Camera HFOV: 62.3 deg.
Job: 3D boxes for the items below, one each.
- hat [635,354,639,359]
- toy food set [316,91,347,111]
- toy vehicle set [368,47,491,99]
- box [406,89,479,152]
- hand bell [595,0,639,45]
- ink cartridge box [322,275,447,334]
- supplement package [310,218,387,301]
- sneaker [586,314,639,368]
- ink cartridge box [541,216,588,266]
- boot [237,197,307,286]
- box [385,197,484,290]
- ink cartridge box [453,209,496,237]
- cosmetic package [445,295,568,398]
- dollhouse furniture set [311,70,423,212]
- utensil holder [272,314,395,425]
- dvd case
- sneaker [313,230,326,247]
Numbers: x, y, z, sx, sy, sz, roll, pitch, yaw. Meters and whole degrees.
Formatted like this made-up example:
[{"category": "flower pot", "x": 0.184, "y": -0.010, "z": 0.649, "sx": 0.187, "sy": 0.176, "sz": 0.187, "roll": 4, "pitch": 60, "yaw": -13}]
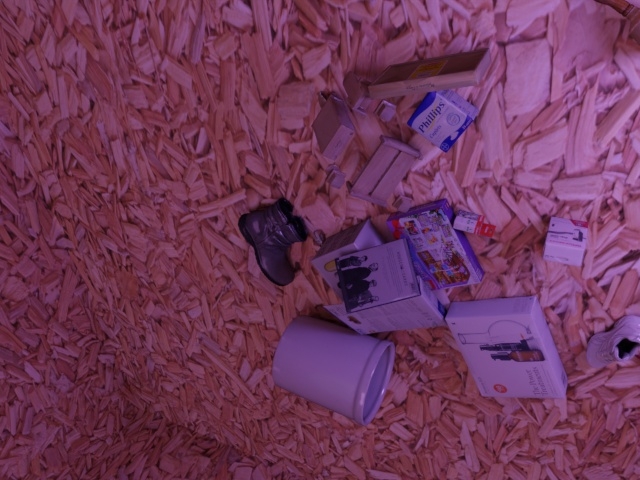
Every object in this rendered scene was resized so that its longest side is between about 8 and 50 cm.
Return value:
[{"category": "hat", "x": 1.095, "y": 0.392, "z": 1.550, "sx": 0.209, "sy": 0.183, "sz": 0.173, "roll": 3, "pitch": 150, "yaw": -25}, {"category": "toy food set", "x": 0.041, "y": -0.386, "z": 1.560, "sx": 0.078, "sy": 0.019, "sz": 0.122, "roll": -3, "pitch": 120, "yaw": 33}, {"category": "toy vehicle set", "x": 0.268, "y": -0.408, "z": 1.301, "sx": 0.267, "sy": 0.166, "sz": 0.035, "roll": 1, "pitch": 124, "yaw": 31}, {"category": "box", "x": 0.321, "y": -0.326, "z": 1.402, "sx": 0.137, "sy": 0.072, "sz": 0.126, "roll": 36, "pitch": 135, "yaw": 1}, {"category": "hand bell", "x": 0.628, "y": -0.480, "z": 1.093, "sx": 0.242, "sy": 0.126, "sz": 0.126, "roll": 43, "pitch": 136, "yaw": 12}, {"category": "ink cartridge box", "x": 0.223, "y": 0.225, "z": 1.772, "sx": 0.330, "sy": 0.071, "sz": 0.324, "roll": -10, "pitch": 151, "yaw": 24}, {"category": "supplement package", "x": 0.119, "y": 0.070, "z": 1.789, "sx": 0.203, "sy": 0.149, "sz": 0.194, "roll": -25, "pitch": 109, "yaw": 40}, {"category": "sneaker", "x": 0.864, "y": 0.321, "z": 1.566, "sx": 0.090, "sy": 0.115, "sz": 0.232, "roll": 28, "pitch": 135, "yaw": 9}, {"category": "ink cartridge box", "x": 0.656, "y": 0.000, "z": 1.418, "sx": 0.099, "sy": 0.135, "sz": 0.056, "roll": 11, "pitch": 129, "yaw": 23}, {"category": "boot", "x": -0.136, "y": 0.019, "z": 1.934, "sx": 0.223, "sy": 0.118, "sz": 0.338, "roll": -15, "pitch": 120, "yaw": 33}, {"category": "box", "x": 0.361, "y": 0.022, "z": 1.669, "sx": 0.201, "sy": 0.057, "sz": 0.293, "roll": -15, "pitch": 116, "yaw": 38}, {"category": "ink cartridge box", "x": 0.453, "y": -0.049, "z": 1.552, "sx": 0.115, "sy": 0.063, "sz": 0.029, "roll": 16, "pitch": 134, "yaw": 19}, {"category": "cosmetic package", "x": 0.621, "y": 0.363, "z": 1.765, "sx": 0.284, "sy": 0.097, "sz": 0.377, "roll": -10, "pitch": 119, "yaw": 39}, {"category": "dollhouse furniture set", "x": 0.172, "y": -0.286, "z": 1.540, "sx": 0.356, "sy": 0.173, "sz": 0.303, "roll": 17, "pitch": 126, "yaw": -27}, {"category": "utensil holder", "x": 0.051, "y": 0.489, "z": 2.049, "sx": 0.386, "sy": 0.327, "sz": 0.327, "roll": 15, "pitch": 131, "yaw": 23}, {"category": "dvd case", "x": 0.171, "y": 0.109, "z": 1.614, "sx": 0.239, "sy": 0.029, "sz": 0.179, "roll": -17, "pitch": 77, "yaw": 21}, {"category": "sneaker", "x": 0.000, "y": 0.000, "z": 1.894, "sx": 0.037, "sy": 0.032, "sz": 0.083, "roll": 5, "pitch": 123, "yaw": 45}]
